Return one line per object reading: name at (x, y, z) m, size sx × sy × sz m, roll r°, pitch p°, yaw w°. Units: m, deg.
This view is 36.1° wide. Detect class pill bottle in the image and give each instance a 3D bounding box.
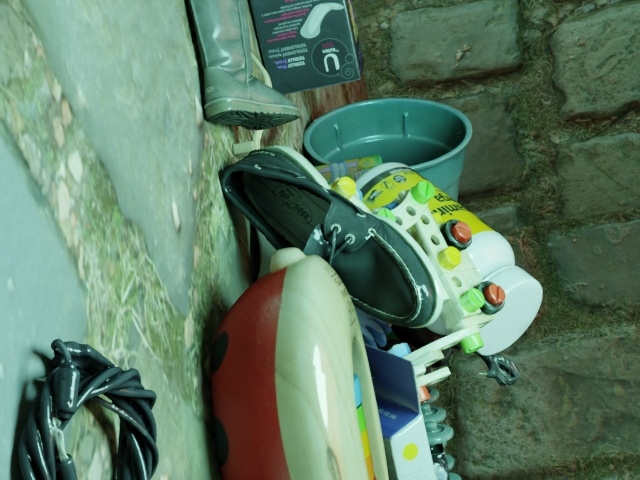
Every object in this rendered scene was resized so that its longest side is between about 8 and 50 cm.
pill bottle at (0.186, 0.030, 1.576) m, size 0.334 × 0.188 × 0.188 m, roll 42°, pitch -17°, yaw 36°

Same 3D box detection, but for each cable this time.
cable at (-0.155, 0.161, 0.707) m, size 0.184 × 0.047 × 0.150 m, roll 66°, pitch 17°, yaw -59°

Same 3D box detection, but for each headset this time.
headset at (0.182, 0.223, 1.758) m, size 0.185 × 0.394 × 0.243 m, roll 45°, pitch 58°, yaw -6°

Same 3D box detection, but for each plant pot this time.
plant pot at (0.147, -0.080, 2.065) m, size 0.341 × 0.341 × 0.334 m, roll -85°, pitch 171°, yaw -58°

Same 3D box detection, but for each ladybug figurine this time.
ladybug figurine at (-0.020, 0.232, 1.103) m, size 0.305 × 0.162 × 0.449 m, roll -20°, pitch 101°, yaw -82°

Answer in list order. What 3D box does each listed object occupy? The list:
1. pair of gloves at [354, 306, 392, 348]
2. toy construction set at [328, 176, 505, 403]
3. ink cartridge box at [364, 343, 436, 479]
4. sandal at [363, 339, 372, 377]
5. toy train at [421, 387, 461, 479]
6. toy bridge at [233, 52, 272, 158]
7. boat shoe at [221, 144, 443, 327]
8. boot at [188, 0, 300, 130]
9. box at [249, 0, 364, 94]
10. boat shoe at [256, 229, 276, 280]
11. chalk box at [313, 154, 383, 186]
pair of gloves at (0.028, 0.148, 1.545) m, size 0.159 × 0.023 × 0.198 m, roll 45°, pitch 58°, yaw -14°
toy construction set at (0.129, 0.059, 1.365) m, size 0.215 × 0.151 × 0.327 m, roll -11°, pitch 82°, yaw -40°
ink cartridge box at (0.056, 0.293, 1.355) m, size 0.303 × 0.072 × 0.307 m, roll 8°, pitch -65°, yaw 64°
sandal at (0.045, 0.246, 1.644) m, size 0.138 × 0.126 × 0.317 m, roll 23°, pitch 59°, yaw -84°
toy train at (0.143, 0.372, 1.791) m, size 0.334 × 0.190 × 0.142 m, roll -94°, pitch 174°, yaw -78°
toy bridge at (-0.100, -0.207, 1.389) m, size 0.026 × 0.063 × 0.188 m, roll 44°, pitch 37°, yaw -75°
boat shoe at (0.001, -0.004, 1.221) m, size 0.113 × 0.127 × 0.340 m, roll -11°, pitch 50°, yaw -49°
boot at (-0.106, -0.258, 1.303) m, size 0.190 × 0.076 × 0.208 m, roll 4°, pitch 70°, yaw -61°
box at (-0.030, -0.408, 1.714) m, size 0.143 × 0.165 × 0.270 m, roll -77°, pitch 156°, yaw -70°
boat shoe at (-0.018, 0.067, 1.388) m, size 0.158 × 0.127 × 0.340 m, roll 57°, pitch 23°, yaw -50°
chalk box at (0.067, -0.065, 1.796) m, size 0.132 × 0.213 × 0.132 m, roll -87°, pitch 165°, yaw -59°
